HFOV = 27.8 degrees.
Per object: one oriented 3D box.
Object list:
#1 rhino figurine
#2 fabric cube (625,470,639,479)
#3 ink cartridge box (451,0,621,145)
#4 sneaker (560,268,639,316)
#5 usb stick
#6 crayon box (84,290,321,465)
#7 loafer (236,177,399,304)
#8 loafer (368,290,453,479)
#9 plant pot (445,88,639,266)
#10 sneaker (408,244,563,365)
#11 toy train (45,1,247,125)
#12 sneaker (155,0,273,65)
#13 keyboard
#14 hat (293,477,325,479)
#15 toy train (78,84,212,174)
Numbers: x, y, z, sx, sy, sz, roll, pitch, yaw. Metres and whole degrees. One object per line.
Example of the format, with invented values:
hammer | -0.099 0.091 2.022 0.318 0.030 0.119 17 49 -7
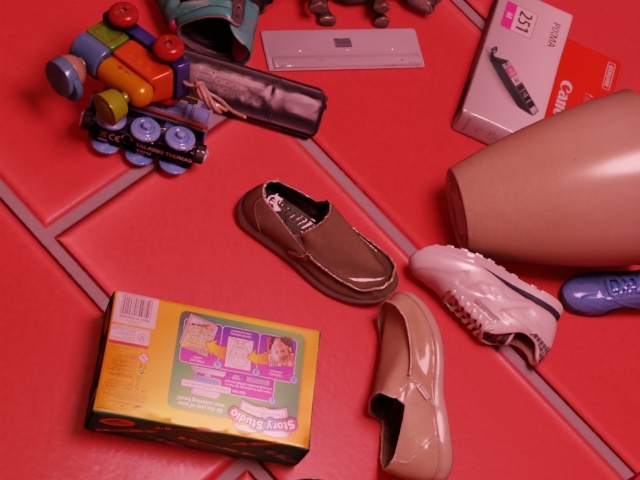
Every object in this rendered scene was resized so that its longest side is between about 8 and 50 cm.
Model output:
rhino figurine | 0.086 -0.393 2.016 0.243 0.073 0.106 -1 67 -19
fabric cube | 0.356 0.473 1.557 0.259 0.254 0.258 -35 76 -28
ink cartridge box | 0.354 -0.245 2.035 0.239 0.060 0.275 23 59 -4
sneaker | 0.456 0.067 1.895 0.209 0.082 0.069 1 66 -16
usb stick | -0.126 -0.219 1.870 0.278 0.045 0.077 16 88 -10
crayon box | -0.146 0.177 1.645 0.278 0.081 0.165 12 61 -12
loafer | 0.000 0.000 1.778 0.251 0.087 0.094 30 59 -1
loafer | 0.110 0.192 1.708 0.092 0.102 0.268 1 64 -24
plant pot | 0.327 -0.065 1.848 0.274 0.256 0.256 -12 67 -4
sneaker | 0.226 0.087 1.813 0.235 0.090 0.095 26 69 -2
toy train | -0.235 -0.198 1.710 0.248 0.105 0.143 38 57 21
sneaker | -0.096 -0.349 1.885 0.295 0.124 0.178 -10 66 0
keyboard | 0.036 -0.294 1.987 0.256 0.014 0.072 -4 60 -20
hat | 0.001 0.353 1.542 0.208 0.183 0.173 -26 75 -27
toy train | -0.239 -0.161 1.794 0.184 0.080 0.105 17 51 -7
